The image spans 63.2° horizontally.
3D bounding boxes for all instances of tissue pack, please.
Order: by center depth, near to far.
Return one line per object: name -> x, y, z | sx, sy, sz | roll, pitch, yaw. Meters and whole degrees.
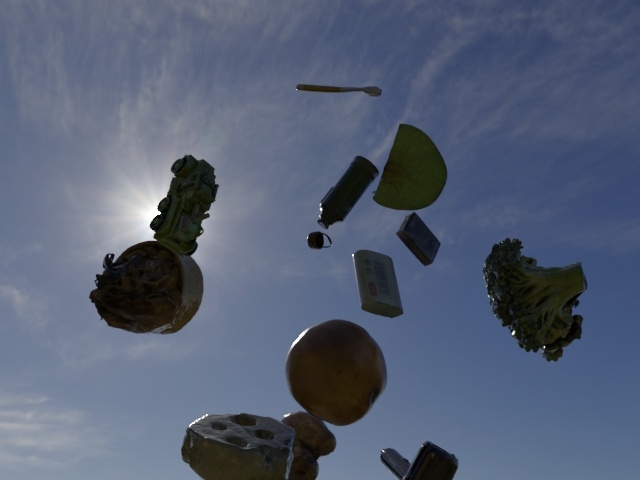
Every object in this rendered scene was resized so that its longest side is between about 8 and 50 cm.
tissue pack -> 0.330, -0.004, 1.745 | 0.156, 0.112, 0.051 | 47, -43, -12

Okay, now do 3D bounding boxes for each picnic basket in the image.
picnic basket -> 0.000, 0.000, 1.870 | 0.083, 0.072, 0.072 | -1, -32, 30

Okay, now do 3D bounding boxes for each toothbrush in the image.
toothbrush -> 0.041, -0.390, 1.348 | 0.288, 0.021, 0.024 | 18, -9, 41

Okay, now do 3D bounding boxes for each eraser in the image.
eraser -> 0.209, 0.157, 1.898 | 0.174, 0.227, 0.081 | 19, -45, -30

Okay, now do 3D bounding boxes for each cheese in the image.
cheese -> -0.203, 0.557, 1.396 | 0.326, 0.115, 0.318 | 10, -2, -35

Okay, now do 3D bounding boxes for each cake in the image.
cake -> -0.595, 0.148, 1.709 | 0.332, 0.332, 0.321 | -9, -15, 18

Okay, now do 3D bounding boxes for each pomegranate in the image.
pomegranate -> 0.048, 0.377, 1.483 | 0.307, 0.307, 0.307 | 2, -35, 2

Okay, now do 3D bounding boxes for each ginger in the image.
ginger -> -0.085, 0.736, 1.801 | 0.245, 0.304, 0.155 | 8, -61, 24

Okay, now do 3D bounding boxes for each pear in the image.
pear -> 0.340, -0.224, 1.769 | 0.139, 0.239, 0.288 | 4, -70, -47

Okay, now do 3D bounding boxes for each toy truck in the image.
toy truck -> -0.319, -0.097, 1.321 | 0.135, 0.259, 0.128 | -17, -41, 29

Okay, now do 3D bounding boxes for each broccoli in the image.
broccoli -> 0.590, 0.164, 1.463 | 0.272, 0.324, 0.334 | 7, -8, 36

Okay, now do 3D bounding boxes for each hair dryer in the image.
hair dryer -> 0.229, 0.596, 1.384 | 0.107, 0.189, 0.352 | 32, -9, -9

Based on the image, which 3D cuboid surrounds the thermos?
thermos -> 0.054, -0.112, 1.239 | 0.083, 0.187, 0.073 | 33, -15, 14
